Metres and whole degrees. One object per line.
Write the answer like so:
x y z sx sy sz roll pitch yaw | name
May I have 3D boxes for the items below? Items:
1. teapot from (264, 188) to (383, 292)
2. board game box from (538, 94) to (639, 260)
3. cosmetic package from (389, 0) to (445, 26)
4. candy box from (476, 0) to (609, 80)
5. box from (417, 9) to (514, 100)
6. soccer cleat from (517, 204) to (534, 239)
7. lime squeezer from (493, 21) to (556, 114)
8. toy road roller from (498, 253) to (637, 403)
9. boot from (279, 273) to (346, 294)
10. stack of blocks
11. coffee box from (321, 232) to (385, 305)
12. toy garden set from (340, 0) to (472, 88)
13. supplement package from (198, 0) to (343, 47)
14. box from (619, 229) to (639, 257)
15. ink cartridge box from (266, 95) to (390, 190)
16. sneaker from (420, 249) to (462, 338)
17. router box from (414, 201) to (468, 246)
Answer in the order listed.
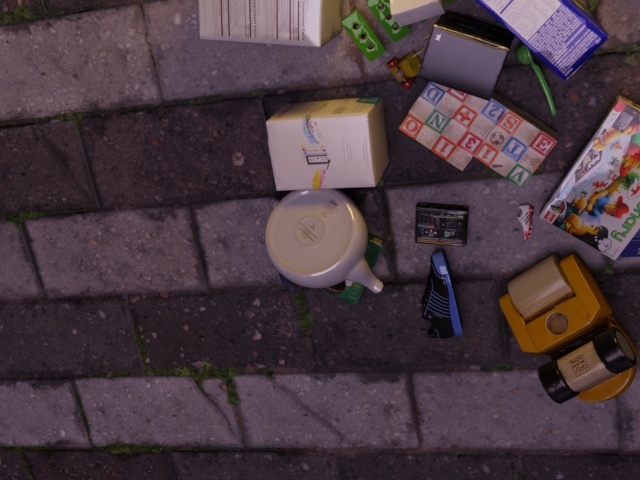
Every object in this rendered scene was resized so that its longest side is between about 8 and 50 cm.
0.000 0.000 2.007 0.253 0.187 0.256 -8 73 15 | teapot
0.628 -0.129 1.839 0.193 0.053 0.305 30 118 3 | board game box
0.183 -0.556 1.743 0.099 0.060 0.239 -13 71 23 | cosmetic package
0.392 -0.472 1.675 0.317 0.268 0.122 42 113 -4 | candy box
0.290 -0.369 1.712 0.153 0.207 0.108 21 117 8 | box
0.465 -0.043 1.977 0.036 0.029 0.083 8 112 22 | soccer cleat
0.397 -0.388 1.816 0.310 0.059 0.110 32 96 -6 | lime squeezer
0.587 0.209 1.984 0.202 0.241 0.329 -36 62 26 | toy road roller
-0.024 0.090 2.119 0.219 0.082 0.106 38 136 33 | boot
0.344 -0.241 1.890 0.297 0.087 0.171 33 117 0 | stack of blocks
0.074 0.058 2.120 0.113 0.040 0.184 24 117 7 | coffee box
0.200 -0.464 1.854 0.244 0.049 0.204 -34 110 17 | toy garden set
-0.100 -0.528 1.827 0.263 0.199 0.198 7 114 13 | supplement package
0.708 -0.074 1.887 0.136 0.036 0.225 -5 109 19 | box
0.019 -0.218 1.944 0.233 0.171 0.168 -1 112 17 | ink cartridge box
0.278 0.135 2.075 0.091 0.081 0.232 -10 111 12 | sneaker
0.282 -0.037 2.023 0.123 0.038 0.092 6 114 14 | router box
